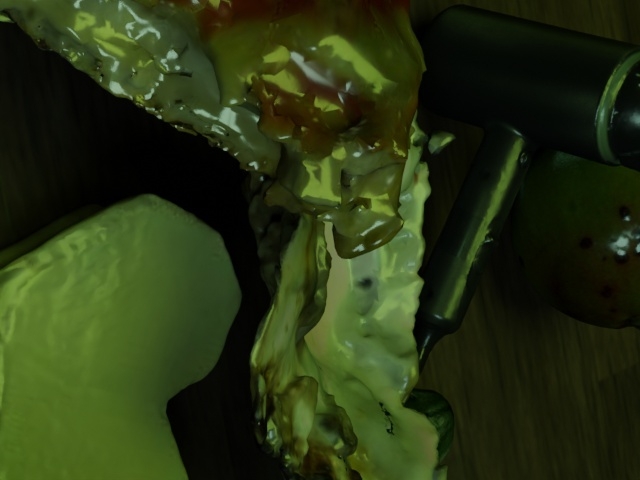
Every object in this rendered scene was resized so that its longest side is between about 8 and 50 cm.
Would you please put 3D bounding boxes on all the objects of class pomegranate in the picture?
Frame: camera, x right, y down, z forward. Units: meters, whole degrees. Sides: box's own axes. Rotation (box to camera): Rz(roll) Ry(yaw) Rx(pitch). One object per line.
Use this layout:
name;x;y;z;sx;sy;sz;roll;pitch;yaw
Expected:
pomegranate;0.206;-0.032;0.993;0.159;0.159;0.205;14;49;-46

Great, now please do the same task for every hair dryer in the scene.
hair dryer;0.123;-0.015;0.893;0.078;0.195;0.248;24;89;-50

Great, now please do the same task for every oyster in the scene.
oyster;-0.001;0.001;0.776;0.201;0.107;0.355;40;47;-51

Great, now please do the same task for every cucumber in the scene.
cucumber;0.056;0.124;0.886;0.107;0.035;0.067;-22;100;-48

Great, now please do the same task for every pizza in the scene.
pizza;-0.056;-0.186;0.649;0.440;0.130;0.406;-30;80;-44

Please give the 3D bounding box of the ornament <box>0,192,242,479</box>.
ornament;-0.127;0.069;0.677;0.180;0.059;0.201;27;68;-42
